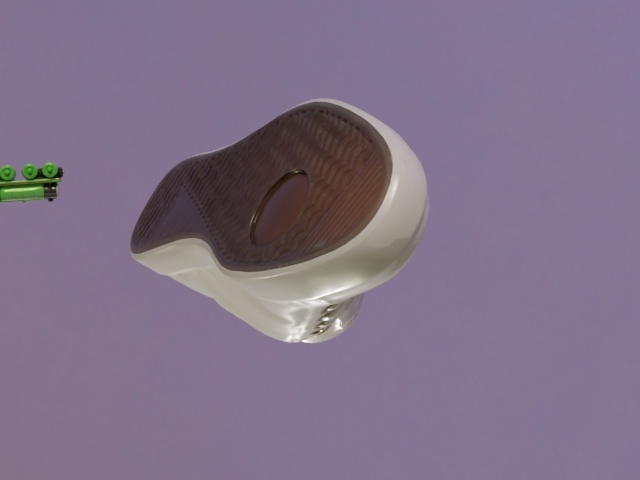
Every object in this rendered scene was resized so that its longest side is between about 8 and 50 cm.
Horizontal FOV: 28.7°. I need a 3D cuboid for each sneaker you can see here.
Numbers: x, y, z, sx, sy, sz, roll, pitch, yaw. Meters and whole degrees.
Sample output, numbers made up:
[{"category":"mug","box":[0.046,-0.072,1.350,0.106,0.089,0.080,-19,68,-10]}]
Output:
[{"category":"sneaker","box":[0.000,0.000,0.682,0.123,0.290,0.106,33,-103,-21]}]

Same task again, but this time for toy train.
[{"category":"toy train","box":[-0.197,-0.033,0.756,0.083,0.017,0.023,-4,-92,-12]}]
